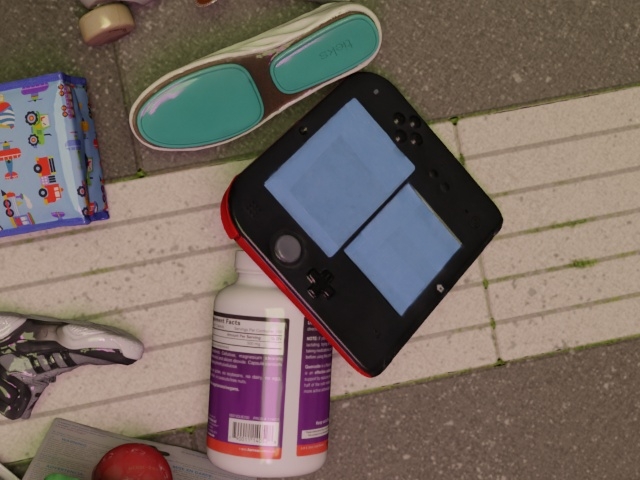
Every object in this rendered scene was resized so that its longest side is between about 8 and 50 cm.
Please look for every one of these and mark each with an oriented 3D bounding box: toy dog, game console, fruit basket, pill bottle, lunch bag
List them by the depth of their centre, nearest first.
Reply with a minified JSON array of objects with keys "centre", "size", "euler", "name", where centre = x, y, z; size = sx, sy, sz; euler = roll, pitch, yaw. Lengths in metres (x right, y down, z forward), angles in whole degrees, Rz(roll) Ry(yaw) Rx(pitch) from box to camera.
[{"centre":[-0.265,0.386,1.534],"size":[0.327,0.353,0.165],"euler":[14,106,-3],"name":"fruit basket"},{"centre":[0.070,-0.039,1.614],"size":[0.342,0.060,0.386],"euler":[46,57,-3],"name":"game console"},{"centre":[-0.238,-0.421,1.616],"size":[0.334,0.161,0.220],"euler":[-41,94,-4],"name":"toy dog"},{"centre":[-0.486,-0.114,1.624],"size":[0.293,0.138,0.220],"euler":[-8,94,4],"name":"lunch bag"},{"centre":[-0.072,0.178,1.626],"size":[0.182,0.181,0.322],"euler":[3,90,-5],"name":"pill bottle"}]

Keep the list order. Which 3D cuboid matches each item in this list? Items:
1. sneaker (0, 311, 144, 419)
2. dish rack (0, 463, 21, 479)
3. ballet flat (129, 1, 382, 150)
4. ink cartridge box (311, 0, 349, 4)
[{"centre":[-0.403,0.194,1.641],"size":[0.269,0.101,0.153],"euler":[8,90,1],"name":"sneaker"},{"centre":[-0.604,0.406,1.595],"size":[0.333,0.072,0.285],"euler":[38,76,4],"name":"dish rack"},{"centre":[-0.100,-0.251,1.651],"size":[0.400,0.139,0.139],"euler":[-25,93,-4],"name":"ballet flat"},{"centre":[-0.034,-0.423,1.637],"size":[0.180,0.060,0.104],"euler":[5,90,-43],"name":"ink cartridge box"}]
